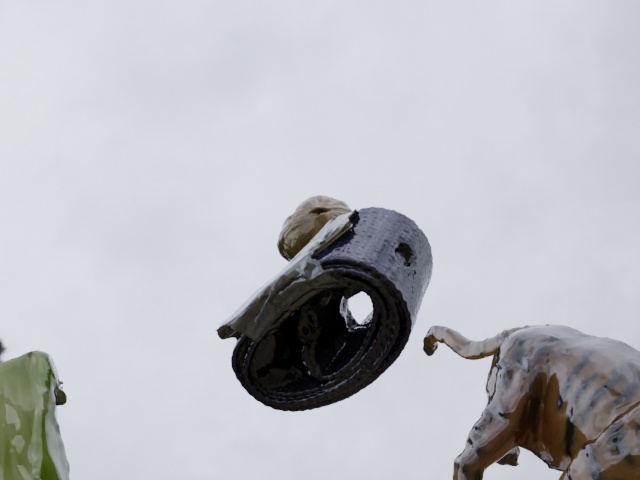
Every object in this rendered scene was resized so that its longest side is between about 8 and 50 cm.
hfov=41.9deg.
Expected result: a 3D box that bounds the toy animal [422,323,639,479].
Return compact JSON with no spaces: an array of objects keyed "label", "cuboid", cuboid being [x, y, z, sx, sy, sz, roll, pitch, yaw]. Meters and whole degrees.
[{"label":"toy animal","cuboid":[0.108,0.075,0.388,0.114,0.255,0.116,12,-85,-31]}]

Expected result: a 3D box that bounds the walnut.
[{"label":"walnut","cuboid":[0.000,0.000,1.015,0.105,0.105,0.124,-6,-28,-11]}]

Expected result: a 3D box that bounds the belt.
[{"label":"belt","cuboid":[0.011,0.064,0.810,0.140,0.126,0.230,41,-50,-5]}]

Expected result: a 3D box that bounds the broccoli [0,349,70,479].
[{"label":"broccoli","cuboid":[-0.211,0.272,0.640,0.221,0.361,0.252,-25,-51,5]}]
